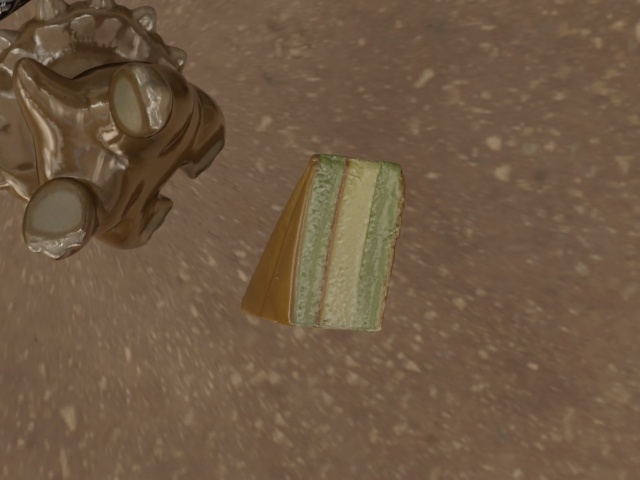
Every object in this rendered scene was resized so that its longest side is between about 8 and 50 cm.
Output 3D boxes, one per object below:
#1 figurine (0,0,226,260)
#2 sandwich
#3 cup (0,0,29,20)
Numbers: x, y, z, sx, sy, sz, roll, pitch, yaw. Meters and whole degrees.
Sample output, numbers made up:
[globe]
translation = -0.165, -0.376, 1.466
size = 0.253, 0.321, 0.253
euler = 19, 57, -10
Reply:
[figurine]
translation = -0.176, -0.092, 1.017
size = 0.173, 0.247, 0.177
euler = 39, 105, 5
[sandwich]
translation = 0.000, 0.000, 1.457
size = 0.117, 0.144, 0.187
euler = 6, 97, -25
[cup]
translation = -0.120, -0.226, 0.594
size = 0.166, 0.177, 0.239
euler = 40, 97, 3
